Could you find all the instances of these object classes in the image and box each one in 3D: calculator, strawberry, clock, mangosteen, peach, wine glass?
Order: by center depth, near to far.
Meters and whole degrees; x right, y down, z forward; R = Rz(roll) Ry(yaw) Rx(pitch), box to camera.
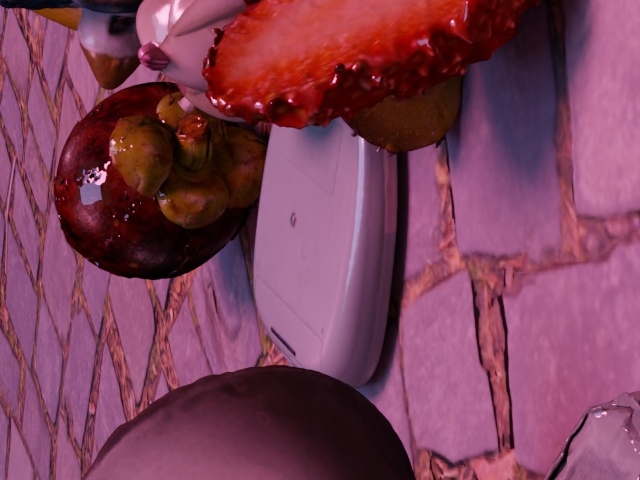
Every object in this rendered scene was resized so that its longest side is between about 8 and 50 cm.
[{"bbox_3d":[0.077,0.237,0.729,0.406,0.267,0.267,20,112,47],"label":"wine glass"},{"bbox_3d":[0.033,-0.134,0.939,0.087,0.208,0.167,53,-167,-47],"label":"strawberry"},{"bbox_3d":[0.039,-0.102,1.016,0.061,0.098,0.098,-145,55,-63],"label":"peach"},{"bbox_3d":[-0.048,-0.146,1.061,0.103,0.144,0.231,48,180,13],"label":"clock"},{"bbox_3d":[0.000,0.000,1.178,0.184,0.042,0.295,-139,51,-59],"label":"calculator"},{"bbox_3d":[-0.123,-0.052,1.307,0.180,0.166,0.166,-25,70,60],"label":"mangosteen"}]

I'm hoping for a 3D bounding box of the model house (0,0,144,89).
[{"bbox_3d":[-0.128,-0.207,1.204,0.291,0.253,0.184,104,150,-46],"label":"model house"}]

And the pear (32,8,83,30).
[{"bbox_3d":[-0.208,-0.268,1.470,0.178,0.266,0.267,77,173,-54],"label":"pear"}]

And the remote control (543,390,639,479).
[{"bbox_3d":[0.141,0.181,0.878,0.104,0.052,0.247,59,144,39],"label":"remote control"}]
